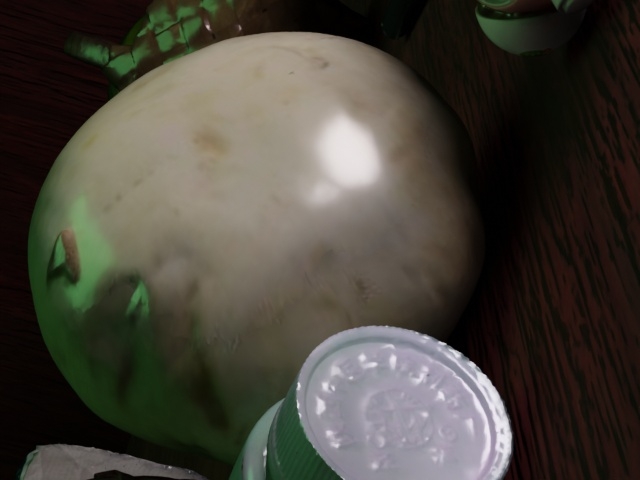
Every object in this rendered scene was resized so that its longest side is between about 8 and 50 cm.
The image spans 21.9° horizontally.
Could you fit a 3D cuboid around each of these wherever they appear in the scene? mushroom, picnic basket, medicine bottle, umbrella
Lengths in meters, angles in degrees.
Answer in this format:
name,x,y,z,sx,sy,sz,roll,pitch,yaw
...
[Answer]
name,x,y,z,sx,sy,sz,roll,pitch,yaw
mushroom,-0.034,0.038,1.125,0.336,0.315,0.314,82,-168,-47
picnic basket,-0.146,-0.186,1.949,0.337,0.293,0.337,-7,79,39
medicine bottle,0.011,0.163,0.928,0.139,0.139,0.225,-82,12,-46
umbrella,0.088,-0.241,1.599,0.036,0.031,0.133,-48,-8,-32

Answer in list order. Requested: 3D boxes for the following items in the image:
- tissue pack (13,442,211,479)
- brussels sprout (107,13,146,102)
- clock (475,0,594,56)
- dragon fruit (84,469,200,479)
name,x,y,z,sx,sy,sz,roll,pitch,yaw
tissue pack,-0.253,0.458,1.733,0.264,0.253,0.416,-88,16,-55
brussels sprout,-0.153,-0.177,2.260,0.354,0.282,0.289,-99,24,-49
clock,0.125,-0.205,0.973,0.166,0.093,0.162,111,139,-63
dragon fruit,-0.127,0.328,1.229,0.269,0.250,0.291,-87,-1,-77
